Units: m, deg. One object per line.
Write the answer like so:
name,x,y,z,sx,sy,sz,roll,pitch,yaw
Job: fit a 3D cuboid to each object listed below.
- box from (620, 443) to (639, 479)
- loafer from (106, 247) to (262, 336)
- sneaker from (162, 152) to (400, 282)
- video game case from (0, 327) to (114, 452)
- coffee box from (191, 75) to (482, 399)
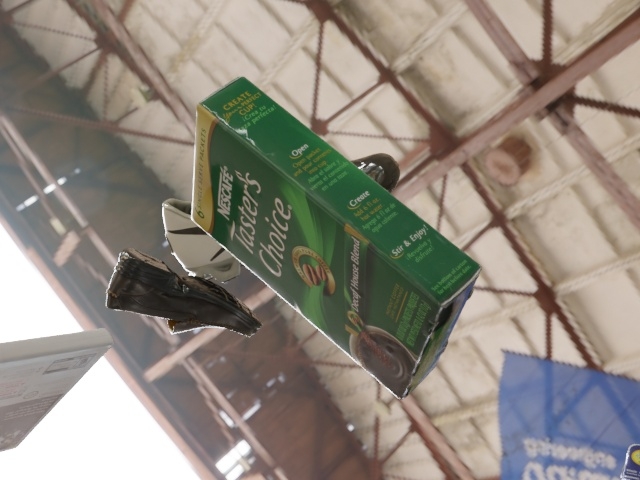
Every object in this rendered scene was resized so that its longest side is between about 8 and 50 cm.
box,0.374,0.322,1.083,0.136,0.225,0.036,9,-48,25
loafer,-0.140,0.067,1.046,0.170,0.061,0.062,26,5,-22
sneaker,-0.057,-0.063,1.362,0.122,0.330,0.146,-115,180,-67
video game case,-0.290,0.139,0.852,0.173,0.190,0.022,-45,-111,26
coffee box,0.000,0.000,0.593,0.184,0.040,0.113,41,-32,18
